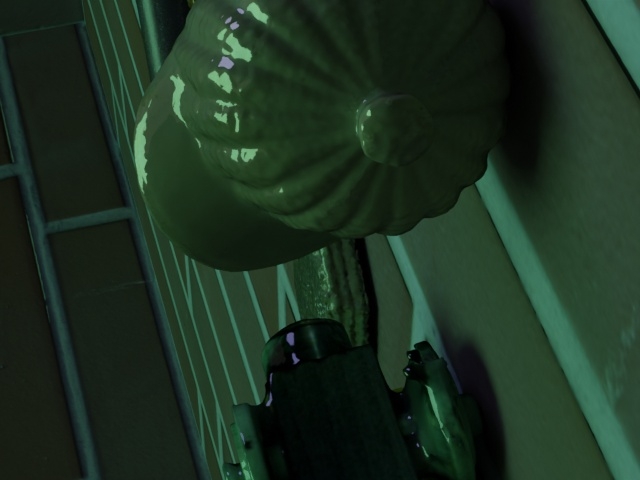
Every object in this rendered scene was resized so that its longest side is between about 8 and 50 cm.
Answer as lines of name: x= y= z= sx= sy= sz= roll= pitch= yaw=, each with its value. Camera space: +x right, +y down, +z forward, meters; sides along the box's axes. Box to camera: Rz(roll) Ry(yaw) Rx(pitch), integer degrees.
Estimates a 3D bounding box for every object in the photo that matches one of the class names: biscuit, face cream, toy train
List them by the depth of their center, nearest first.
toy train: x=0.056 y=0.275 z=1.089 sx=0.272 sy=0.179 sz=0.442 roll=81 pitch=173 yaw=-61
biscuit: x=0.000 y=0.000 z=1.395 sx=0.147 sy=0.046 sz=0.250 roll=-175 pitch=74 yaw=-79
face cream: x=-0.191 y=-0.284 z=2.031 sx=0.073 sy=0.073 sz=0.284 roll=-133 pitch=33 yaw=-71

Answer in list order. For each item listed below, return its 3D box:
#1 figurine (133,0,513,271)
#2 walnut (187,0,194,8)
figurine: x=0.003 y=-0.143 z=0.930 sx=0.204 sy=0.185 sz=0.332 roll=128 pitch=152 yaw=-45
walnut: x=-0.093 y=-0.213 z=1.604 sx=0.143 sy=0.069 sz=0.170 roll=-134 pitch=37 yaw=-74
